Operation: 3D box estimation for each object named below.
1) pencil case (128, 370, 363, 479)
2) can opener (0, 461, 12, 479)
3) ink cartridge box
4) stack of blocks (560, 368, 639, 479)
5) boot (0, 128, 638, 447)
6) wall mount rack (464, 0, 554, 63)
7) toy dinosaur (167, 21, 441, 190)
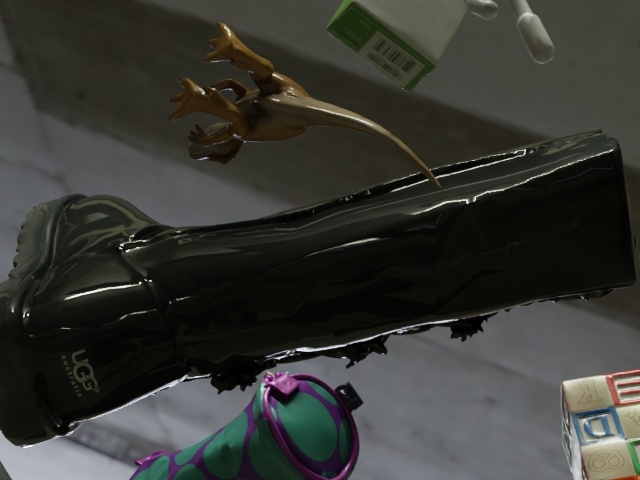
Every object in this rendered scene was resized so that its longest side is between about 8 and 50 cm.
[{"bbox_3d":[-0.044,0.121,0.964,0.064,0.070,0.152,-15,-15,-44],"label":"pencil case"},{"bbox_3d":[-0.185,0.097,0.901,0.095,0.076,0.283,-9,55,-51],"label":"can opener"},{"bbox_3d":[0.102,-0.262,1.863,0.109,0.209,0.062,36,-35,-8],"label":"ink cartridge box"},{"bbox_3d":[0.383,0.194,1.664,0.297,0.171,0.087,-9,-49,-2],"label":"stack of blocks"},{"bbox_3d":[0.000,0.001,1.344,0.445,0.367,0.146,-18,-73,7],"label":"boot"},{"bbox_3d":[0.153,-0.215,1.430,0.350,0.130,0.304,4,12,-40],"label":"wall mount rack"},{"bbox_3d":[-0.023,-0.081,1.112,0.112,0.064,0.211,26,-12,-34],"label":"toy dinosaur"}]
